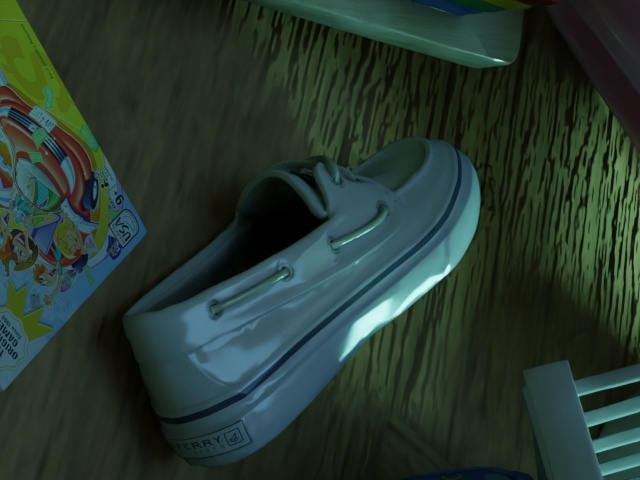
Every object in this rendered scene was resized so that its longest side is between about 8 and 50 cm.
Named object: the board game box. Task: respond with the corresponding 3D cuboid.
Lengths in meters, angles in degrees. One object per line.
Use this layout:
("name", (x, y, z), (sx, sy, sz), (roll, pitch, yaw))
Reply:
("board game box", (-0.129, -0.037, 0.562), (0.154, 0.026, 0.103), (62, 37, -21))

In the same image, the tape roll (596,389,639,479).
("tape roll", (0.265, 0.221, 0.978), (0.286, 0.100, 0.286), (25, 59, -50))

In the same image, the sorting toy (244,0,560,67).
("sorting toy", (0.030, -0.227, 0.710), (0.257, 0.089, 0.256), (10, 85, -41))

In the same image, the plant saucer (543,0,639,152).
("plant saucer", (0.225, -0.061, 0.891), (0.332, 0.084, 0.332), (54, 8, -10))

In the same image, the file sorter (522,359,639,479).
("file sorter", (0.198, 0.157, 0.707), (0.278, 0.173, 0.193), (63, 11, -70))

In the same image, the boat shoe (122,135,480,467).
("boat shoe", (0.000, 0.000, 0.685), (0.226, 0.083, 0.076), (-50, 121, -49))

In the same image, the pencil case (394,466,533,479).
("pencil case", (0.060, 0.249, 0.659), (0.119, 0.133, 0.306), (179, -103, -82))
